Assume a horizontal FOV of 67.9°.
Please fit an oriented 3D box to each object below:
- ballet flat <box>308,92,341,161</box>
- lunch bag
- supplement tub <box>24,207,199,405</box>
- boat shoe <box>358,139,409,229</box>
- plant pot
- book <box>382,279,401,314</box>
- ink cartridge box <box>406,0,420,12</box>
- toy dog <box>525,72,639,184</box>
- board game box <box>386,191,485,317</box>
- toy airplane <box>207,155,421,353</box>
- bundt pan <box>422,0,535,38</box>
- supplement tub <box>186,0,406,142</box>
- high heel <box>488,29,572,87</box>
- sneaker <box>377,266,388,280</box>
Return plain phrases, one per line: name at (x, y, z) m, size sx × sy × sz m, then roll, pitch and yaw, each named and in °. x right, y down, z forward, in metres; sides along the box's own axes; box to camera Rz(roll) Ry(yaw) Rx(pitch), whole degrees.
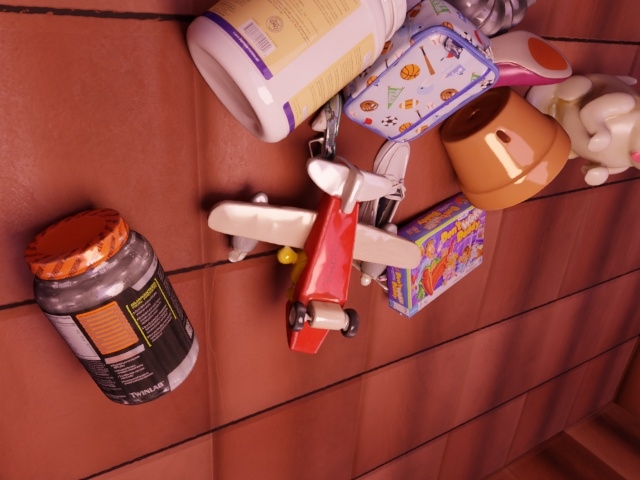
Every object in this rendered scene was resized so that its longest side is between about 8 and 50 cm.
ballet flat at (0.007, -0.231, 1.053) m, size 0.070 × 0.070 × 0.189 m, roll -8°, pitch 114°, yaw -31°
lunch bag at (0.210, -0.336, 0.995) m, size 0.243 × 0.303 × 0.115 m, roll 20°, pitch 57°, yaw -35°
supplement tub at (-0.375, 0.124, 0.881) m, size 0.207 × 0.207 × 0.338 m, roll -27°, pitch 126°, yaw -20°
boat shoe at (0.169, -0.125, 1.195) m, size 0.096 × 0.088 × 0.268 m, roll 15°, pitch 104°, yaw -38°
plant pot at (0.445, -0.250, 1.213) m, size 0.203 × 0.291 × 0.291 m, roll 41°, pitch 88°, yaw -24°
book at (0.248, 0.151, 1.429) m, size 0.096 × 0.035 × 0.144 m, roll -39°, pitch 129°, yaw -7°
ink cartridge box at (0.154, -0.491, 1.012) m, size 0.104 × 0.061 × 0.182 m, roll -13°, pitch 121°, yaw -27°
toy dog at (0.857, -0.315, 1.350) m, size 0.395 × 0.408 × 0.285 m, roll -28°, pitch 127°, yaw -19°
board game box at (0.334, 0.032, 1.360) m, size 0.347 × 0.078 × 0.234 m, roll -29°, pitch 127°, yaw -30°
toy airplane at (0.000, 0.000, 1.045) m, size 0.384 × 0.272 × 0.386 m, roll -36°, pitch 106°, yaw -14°
bundt pan at (0.383, -0.607, 1.069) m, size 0.330 × 0.124 × 0.331 m, roll -16°, pitch 122°, yaw -27°
supplement tub at (-0.038, -0.360, 0.836) m, size 0.331 × 0.241 × 0.241 m, roll -42°, pitch 129°, yaw -9°
high heel at (0.397, -0.400, 1.127) m, size 0.376 × 0.181 × 0.127 m, roll 7°, pitch 68°, yaw -17°
sneaker at (0.196, 0.065, 1.345) m, size 0.119 × 0.047 × 0.057 m, roll -38°, pitch 123°, yaw -21°
